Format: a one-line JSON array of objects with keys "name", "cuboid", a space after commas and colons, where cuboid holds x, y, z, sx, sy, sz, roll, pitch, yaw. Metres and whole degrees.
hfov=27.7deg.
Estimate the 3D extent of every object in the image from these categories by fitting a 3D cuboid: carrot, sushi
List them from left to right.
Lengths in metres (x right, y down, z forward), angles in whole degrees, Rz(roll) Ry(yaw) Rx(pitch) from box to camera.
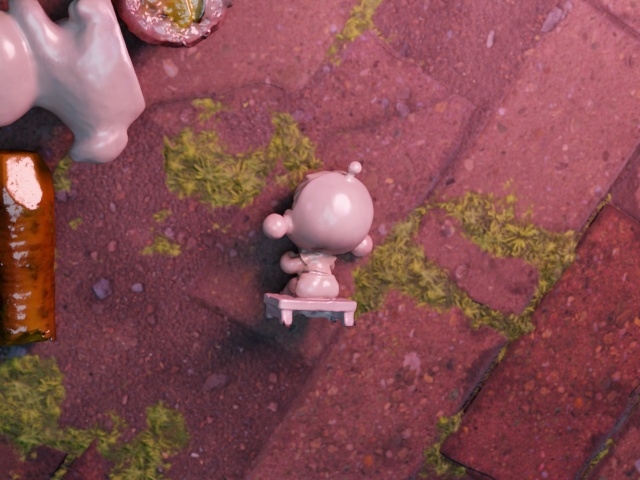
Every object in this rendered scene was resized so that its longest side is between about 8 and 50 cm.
[{"name": "carrot", "cuboid": [-0.442, 0.018, 1.895, 0.114, 0.114, 0.302, -3, 103, -9]}, {"name": "sushi", "cuboid": [-0.238, -0.382, 1.843, 0.161, 0.107, 0.241, -41, 111, -1]}]

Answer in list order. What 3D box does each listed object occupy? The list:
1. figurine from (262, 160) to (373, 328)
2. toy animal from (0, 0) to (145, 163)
[{"name": "figurine", "cuboid": [-0.002, 0.001, 1.950, 0.181, 0.144, 0.257, 9, 97, -8]}, {"name": "toy animal", "cuboid": [-0.432, -0.211, 1.797, 0.367, 0.196, 0.241, -8, 95, -11]}]
